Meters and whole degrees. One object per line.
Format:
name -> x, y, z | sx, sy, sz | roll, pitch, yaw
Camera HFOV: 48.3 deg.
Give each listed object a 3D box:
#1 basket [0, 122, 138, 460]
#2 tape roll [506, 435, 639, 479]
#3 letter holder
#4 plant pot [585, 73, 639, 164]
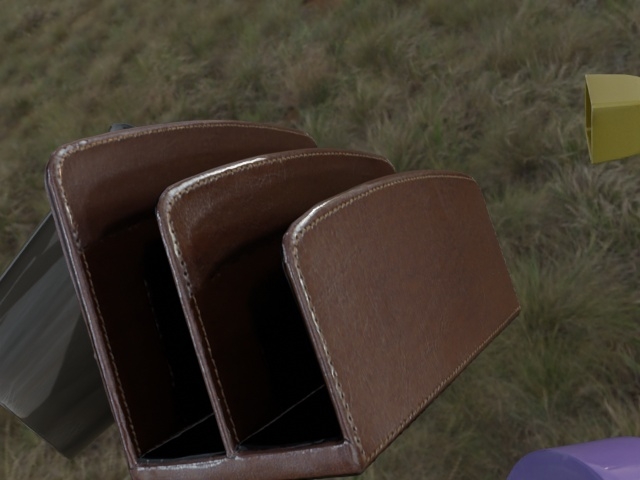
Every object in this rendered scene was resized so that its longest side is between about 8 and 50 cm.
basket -> -0.174, 0.051, 0.591 | 0.227, 0.204, 0.154 | -51, 8, -24
tape roll -> 0.220, 0.248, 0.536 | 0.080, 0.189, 0.189 | -3, 27, -21
letter holder -> 0.000, 0.000, 0.486 | 0.152, 0.214, 0.302 | -17, 1, 31
plant pot -> 0.358, -0.147, 0.837 | 0.083, 0.081, 0.081 | -4, 37, 16
